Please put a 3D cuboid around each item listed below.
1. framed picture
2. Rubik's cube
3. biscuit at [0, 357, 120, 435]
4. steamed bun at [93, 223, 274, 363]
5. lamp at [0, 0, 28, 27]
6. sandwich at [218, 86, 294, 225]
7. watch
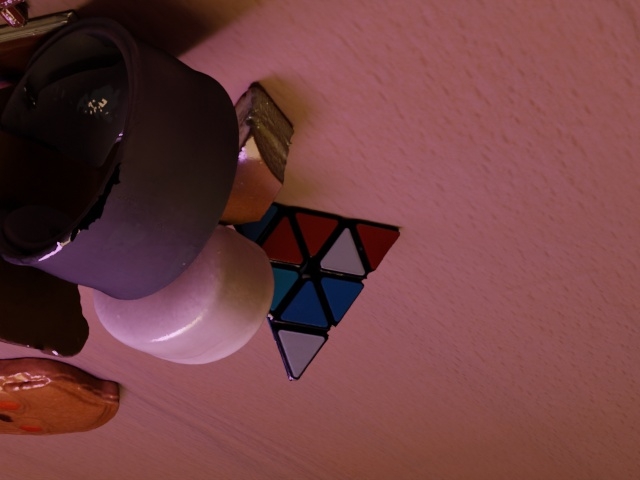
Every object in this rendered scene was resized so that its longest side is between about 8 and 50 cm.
[{"bbox_3d":[-0.332,-0.178,1.519,0.216,0.016,0.273,-9,153,17],"label":"framed picture"},{"bbox_3d":[0.000,0.000,1.840,0.234,0.284,0.250,-20,119,-3],"label":"Rubik's cube"},{"bbox_3d":[-0.623,0.321,2.474,0.455,0.078,0.350,-2,157,2],"label":"biscuit"},{"bbox_3d":[-0.193,0.081,1.716,0.241,0.164,0.146,-8,156,32],"label":"steamed bun"},{"bbox_3d":[-0.358,-0.259,1.341,0.083,0.031,0.063,7,151,-7],"label":"lamp"},{"bbox_3d":[-0.097,-0.094,1.605,0.096,0.094,0.258,13,152,-17],"label":"sandwich"},{"bbox_3d":[-0.252,-0.057,1.377,0.326,0.335,0.314,-13,152,42],"label":"watch"}]
